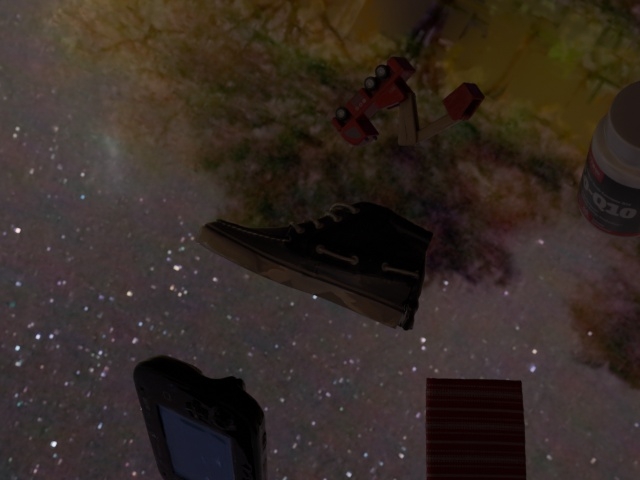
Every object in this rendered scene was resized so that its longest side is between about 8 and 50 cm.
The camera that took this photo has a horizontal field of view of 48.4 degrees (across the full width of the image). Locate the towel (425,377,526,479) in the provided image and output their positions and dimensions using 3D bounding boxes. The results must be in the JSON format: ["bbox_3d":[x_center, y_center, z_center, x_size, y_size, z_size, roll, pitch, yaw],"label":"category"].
[{"bbox_3d":[0.291,0.400,1.340,0.199,0.274,0.031,4,168,-11],"label":"towel"}]

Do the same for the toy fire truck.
[{"bbox_3d":[0.117,-0.181,1.000,0.135,0.192,0.047,54,-149,12],"label":"toy fire truck"}]

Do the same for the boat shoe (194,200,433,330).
[{"bbox_3d":[0.000,0.000,1.043,0.341,0.158,0.127,22,178,-2],"label":"boat shoe"}]

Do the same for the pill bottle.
[{"bbox_3d":[0.528,-0.130,1.187,0.161,0.161,0.283,39,169,25],"label":"pill bottle"}]

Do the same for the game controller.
[{"bbox_3d":[-0.144,0.261,0.893,0.166,0.319,0.067,14,-134,11],"label":"game controller"}]
